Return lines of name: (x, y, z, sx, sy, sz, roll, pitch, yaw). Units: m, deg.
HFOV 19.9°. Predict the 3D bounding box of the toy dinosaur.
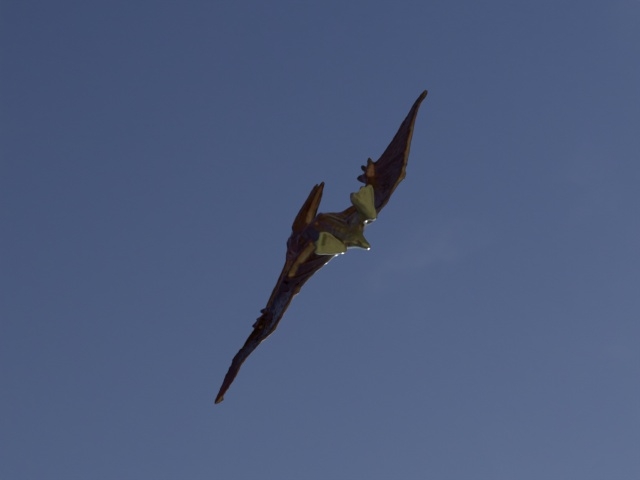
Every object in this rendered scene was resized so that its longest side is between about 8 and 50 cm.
toy dinosaur: (0.001, 0.001, 1.042, 0.032, 0.108, 0.220, 39, -102, -12)
